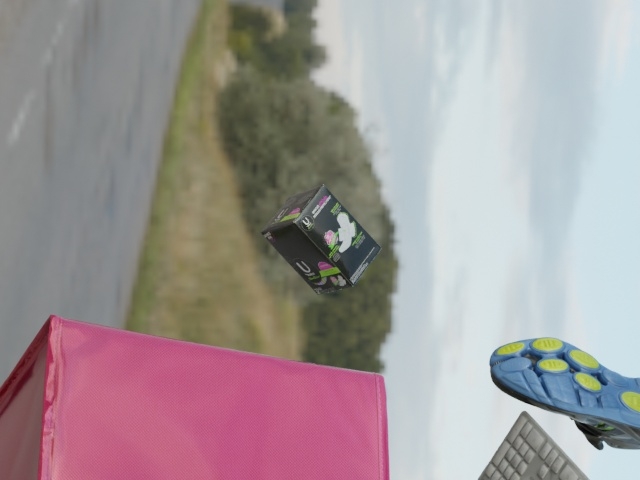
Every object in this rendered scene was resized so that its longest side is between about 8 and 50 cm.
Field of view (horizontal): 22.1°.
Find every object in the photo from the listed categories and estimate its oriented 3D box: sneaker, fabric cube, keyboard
[{"bbox_3d":[0.219,0.135,1.326,0.078,0.188,0.067,124,-21,-44],"label":"sneaker"},{"bbox_3d":[-0.118,0.233,1.194,0.254,0.258,0.259,133,-38,-53],"label":"fabric cube"},{"bbox_3d":[0.183,0.209,1.192,0.072,0.014,0.256,-64,-154,12],"label":"keyboard"}]

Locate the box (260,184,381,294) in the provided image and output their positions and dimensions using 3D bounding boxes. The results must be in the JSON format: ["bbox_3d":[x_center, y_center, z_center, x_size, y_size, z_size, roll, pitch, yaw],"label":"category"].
[{"bbox_3d":[0.000,0.000,1.488,0.052,0.083,0.062,-51,-161,-29],"label":"box"}]
